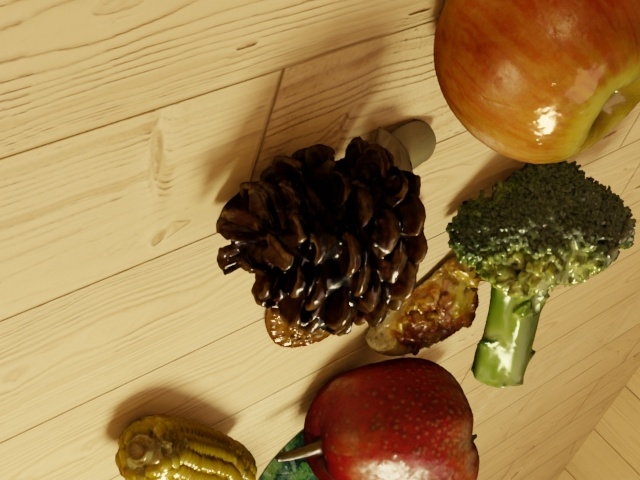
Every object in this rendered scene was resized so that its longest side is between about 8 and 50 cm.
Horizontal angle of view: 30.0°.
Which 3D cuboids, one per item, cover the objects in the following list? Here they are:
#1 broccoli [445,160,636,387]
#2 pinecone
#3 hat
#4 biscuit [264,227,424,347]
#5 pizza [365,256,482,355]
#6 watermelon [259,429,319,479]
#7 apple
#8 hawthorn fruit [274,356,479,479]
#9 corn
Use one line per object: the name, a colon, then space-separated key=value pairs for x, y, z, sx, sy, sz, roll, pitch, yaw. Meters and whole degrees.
broccoli: x=0.327 y=0.059 z=1.954 sx=0.353 sy=0.275 sz=0.397 roll=33 pitch=107 yaw=-31
pinecone: x=0.011 y=-0.005 z=1.405 sx=0.243 sy=0.243 sz=0.257 roll=-51 pitch=150 yaw=16
hat: x=0.109 y=-0.087 z=1.574 sx=0.175 sy=0.085 sz=0.147 roll=-29 pitch=153 yaw=-43
biscuit: x=0.043 y=0.051 z=1.764 sx=0.305 sy=0.038 sz=0.305 roll=-34 pitch=154 yaw=-19
pizza: x=0.213 y=0.115 z=2.070 sx=0.289 sy=0.081 sz=0.228 roll=-10 pitch=139 yaw=-47
watermelon: x=-0.015 y=0.448 z=2.223 sx=0.207 sy=0.136 sz=0.202 roll=-33 pitch=152 yaw=13
apple: x=0.270 y=-0.233 z=1.424 sx=0.286 sy=0.233 sz=0.286 roll=-38 pitch=158 yaw=-18
hawthorn fruit: x=0.096 y=0.348 z=2.038 sx=0.369 sy=0.284 sz=0.284 roll=-4 pitch=138 yaw=-25
corn: x=-0.193 y=0.327 z=1.759 sx=0.120 sy=0.120 sz=0.363 roll=-44 pitch=156 yaw=1
